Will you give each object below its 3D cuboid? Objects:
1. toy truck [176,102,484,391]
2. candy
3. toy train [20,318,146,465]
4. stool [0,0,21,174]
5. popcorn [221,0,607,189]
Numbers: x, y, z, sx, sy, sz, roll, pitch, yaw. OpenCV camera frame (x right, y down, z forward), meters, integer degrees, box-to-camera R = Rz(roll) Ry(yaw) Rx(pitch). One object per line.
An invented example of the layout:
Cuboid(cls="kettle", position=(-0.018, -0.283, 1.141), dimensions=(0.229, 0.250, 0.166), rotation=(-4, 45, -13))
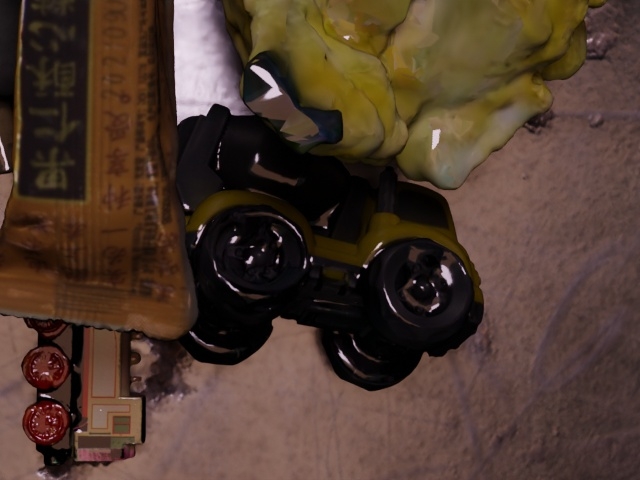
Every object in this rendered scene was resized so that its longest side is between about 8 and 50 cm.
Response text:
Cuboid(cls="toy truck", position=(0.000, 0.000, 0.940), dimensions=(0.224, 0.147, 0.165), rotation=(11, 66, -10))
Cuboid(cls="candy", position=(-0.138, -0.073, 0.824), dimensions=(0.143, 0.101, 0.271), rotation=(4, 102, 4))
Cuboid(cls="toy train", position=(-0.164, 0.087, 0.956), dimensions=(0.087, 0.050, 0.138), rotation=(1, 89, -12))
Cuboid(cls="stool", position=(-0.269, -0.114, 0.905), dimensions=(0.228, 0.153, 0.139), rotation=(3, 103, 33))
Cuboid(cls="popcorn", position=(0.055, -0.169, 0.889), dimensions=(0.293, 0.237, 0.293), rotation=(2, 83, -13))
